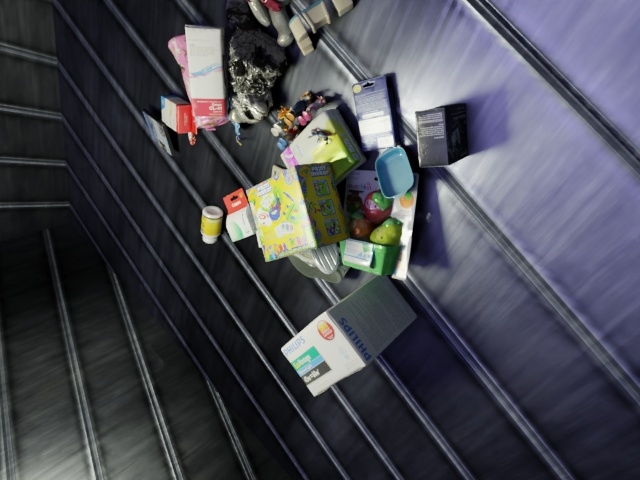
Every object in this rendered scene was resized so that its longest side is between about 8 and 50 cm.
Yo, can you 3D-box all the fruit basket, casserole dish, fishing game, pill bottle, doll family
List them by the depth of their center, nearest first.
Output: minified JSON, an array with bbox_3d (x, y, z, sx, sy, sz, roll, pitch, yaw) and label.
[{"bbox_3d":[0.243,-0.214,1.326,0.114,0.037,0.189,-26,58,28],"label":"casserole dish"},{"bbox_3d":[0.183,-0.065,1.435,0.326,0.165,0.354,15,108,47],"label":"fruit basket"},{"bbox_3d":[-0.091,-0.466,1.507,0.118,0.163,0.262,43,140,-12],"label":"doll family"},{"bbox_3d":[-0.357,-0.544,1.747,0.189,0.041,0.265,-136,37,-65],"label":"fishing game"},{"bbox_3d":[-0.566,-0.079,2.133,0.103,0.103,0.184,35,128,24],"label":"pill bottle"}]

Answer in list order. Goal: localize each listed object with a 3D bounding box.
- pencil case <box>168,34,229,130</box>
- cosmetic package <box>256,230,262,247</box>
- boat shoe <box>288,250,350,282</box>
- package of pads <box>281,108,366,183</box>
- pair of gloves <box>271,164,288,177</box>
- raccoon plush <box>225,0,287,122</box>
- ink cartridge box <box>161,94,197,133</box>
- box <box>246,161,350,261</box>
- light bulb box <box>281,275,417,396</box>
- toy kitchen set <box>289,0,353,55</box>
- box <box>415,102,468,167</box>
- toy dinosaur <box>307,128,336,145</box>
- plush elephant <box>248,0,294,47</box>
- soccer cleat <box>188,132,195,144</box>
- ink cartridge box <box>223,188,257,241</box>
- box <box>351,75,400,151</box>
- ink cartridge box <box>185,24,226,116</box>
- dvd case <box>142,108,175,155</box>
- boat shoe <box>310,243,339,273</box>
[{"bbox_3d":[-0.524,-0.681,1.787,0.159,0.167,0.387,-16,99,8],"label":"pencil case"},{"bbox_3d":[-0.160,-0.015,1.795,0.230,0.117,0.086,4,110,41],"label":"cosmetic package"},{"bbox_3d":[-0.012,0.090,1.738,0.320,0.103,0.118,11,135,44],"label":"boat shoe"},{"bbox_3d":[0.003,-0.312,1.520,0.296,0.101,0.229,-35,82,42],"label":"package of pads"},{"bbox_3d":[-0.140,-0.185,1.742,0.204,0.042,0.241,26,118,44],"label":"pair of gloves"},{"bbox_3d":[-0.274,-0.676,1.610,0.299,0.215,0.447,128,139,-57],"label":"raccoon plush"},{"bbox_3d":[-0.687,-0.609,1.997,0.231,0.077,0.134,35,129,36],"label":"ink cartridge box"},{"bbox_3d":[-0.085,-0.097,1.468,0.289,0.176,0.280,-15,91,46],"label":"box"},{"bbox_3d":[0.107,0.349,1.552,0.225,0.360,0.358,52,134,10],"label":"light bulb box"},{"bbox_3d":[-0.006,-0.747,1.367,0.207,0.166,0.122,-28,90,8],"label":"toy kitchen set"},{"bbox_3d":[0.352,-0.304,1.184,0.093,0.155,0.159,5,112,39],"label":"box"},{"bbox_3d":[0.002,-0.365,1.421,0.090,0.047,0.082,-34,64,4],"label":"toy dinosaur"},{"bbox_3d":[-0.201,-0.858,1.350,0.271,0.255,0.330,-38,83,44],"label":"plush elephant"},{"bbox_3d":[-0.647,-0.522,2.059,0.035,0.029,0.084,14,115,46],"label":"soccer cleat"},{"bbox_3d":[-0.406,-0.120,2.010,0.180,0.056,0.225,-17,99,44],"label":"ink cartridge box"},{"bbox_3d":[0.183,-0.417,1.365,0.136,0.036,0.226,2,112,41],"label":"box"},{"bbox_3d":[-0.423,-0.645,1.567,0.226,0.131,0.307,-104,18,-61],"label":"ink cartridge box"},{"bbox_3d":[-0.853,-0.571,2.165,0.253,0.022,0.181,37,146,34],"label":"dvd case"},{"bbox_3d":[0.000,0.000,1.640,0.094,0.108,0.303,77,174,-66],"label":"boat shoe"}]
